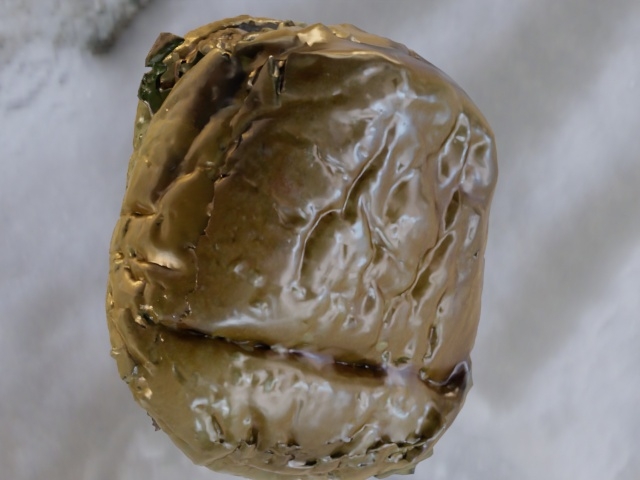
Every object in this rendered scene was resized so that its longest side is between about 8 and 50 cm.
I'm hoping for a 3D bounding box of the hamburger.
[{"bbox_3d":[0.000,0.000,0.775,0.183,0.130,0.206,15,73,-40],"label":"hamburger"}]
